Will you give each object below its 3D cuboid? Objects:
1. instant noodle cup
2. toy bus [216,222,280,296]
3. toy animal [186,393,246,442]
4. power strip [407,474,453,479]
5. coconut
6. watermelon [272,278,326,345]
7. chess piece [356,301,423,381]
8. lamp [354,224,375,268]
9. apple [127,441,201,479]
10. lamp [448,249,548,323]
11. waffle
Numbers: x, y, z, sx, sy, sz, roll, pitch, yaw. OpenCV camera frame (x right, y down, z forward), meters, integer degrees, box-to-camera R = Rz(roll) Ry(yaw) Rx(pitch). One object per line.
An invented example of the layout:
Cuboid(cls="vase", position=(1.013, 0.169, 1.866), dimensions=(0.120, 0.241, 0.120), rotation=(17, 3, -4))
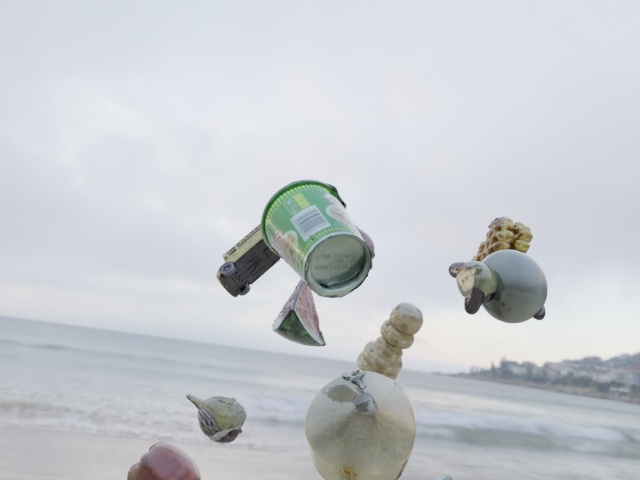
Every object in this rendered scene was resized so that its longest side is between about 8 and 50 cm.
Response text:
Cuboid(cls="instant noodle cup", position=(0.000, 0.000, 1.288), dimensions=(0.207, 0.206, 0.232), rotation=(13, 19, -25))
Cuboid(cls="toy bus", position=(-0.264, 0.061, 2.364), dimensions=(0.151, 0.331, 0.145), rotation=(35, -18, 49))
Cuboid(cls="toy animal", position=(-0.229, 0.381, 1.300), dimensions=(0.138, 0.098, 0.098), rotation=(11, -11, 5))
Cuboid(cls="power strip", position=(0.315, 0.769, 1.868), dimensions=(0.137, 0.044, 0.216), rotation=(-10, -14, -39))
Cuboid(cls="coconut", position=(0.106, 0.511, 1.626), dimensions=(0.323, 0.322, 0.323), rotation=(7, -11, 1))
Cuboid(cls="watermelon", position=(-0.080, 0.194, 1.641), dimensions=(0.136, 0.202, 0.207), rotation=(-16, -29, 0))
Cuboid(cls="chess piece", position=(0.232, 0.309, 1.890), dimensions=(0.143, 0.260, 0.142), rotation=(24, 22, -11))
Cuboid(cls="lamp", position=(0.072, 0.025, 1.919), dimensions=(0.223, 0.215, 0.151), rotation=(39, -54, 5))
Cuboid(cls="apple", position=(-0.484, 0.751, 1.880), dimensions=(0.234, 0.233, 0.234), rotation=(7, -11, 1))
Cuboid(cls="lamp", position=(0.461, 0.116, 1.552), dimensions=(0.244, 0.197, 0.198), rotation=(5, -9, -24))
Cuboid(cls="waffle", position=(0.631, 0.073, 2.196), dimensions=(0.151, 0.324, 0.261), rotation=(23, 24, 6))
